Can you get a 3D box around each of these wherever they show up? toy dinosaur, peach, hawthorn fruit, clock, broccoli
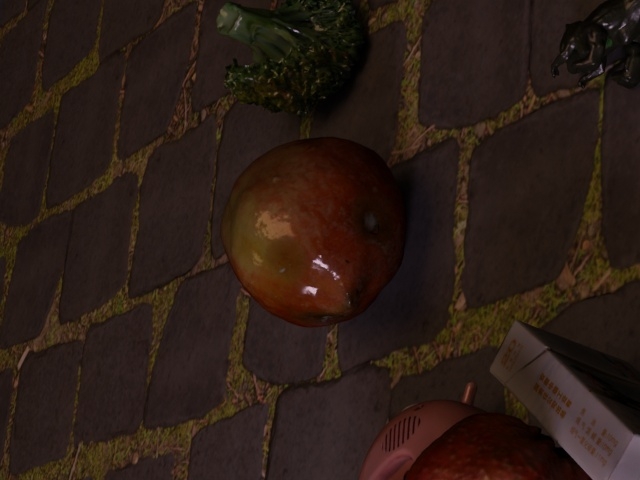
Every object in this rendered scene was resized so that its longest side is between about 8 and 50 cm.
[{"bbox_3d":[0.308,-0.255,2.033,0.187,0.087,0.179,-2,74,58],"label":"toy dinosaur"},{"bbox_3d":[0.000,0.000,2.288,0.232,0.232,0.256,-61,40,20],"label":"peach"},{"bbox_3d":[0.152,0.292,1.775,0.253,0.205,0.205,-57,31,2],"label":"hawthorn fruit"},{"bbox_3d":[0.113,0.275,2.024,0.227,0.142,0.241,-49,33,35],"label":"clock"},{"bbox_3d":[-0.060,-0.269,2.560,0.219,0.194,0.194,-46,38,29],"label":"broccoli"}]

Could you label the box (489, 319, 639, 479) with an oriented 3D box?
[{"bbox_3d":[0.277,0.169,1.789,0.067,0.149,0.233,-60,31,11],"label":"box"}]
